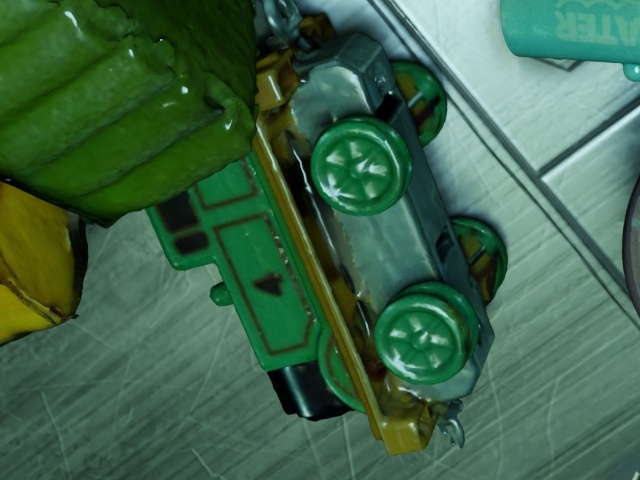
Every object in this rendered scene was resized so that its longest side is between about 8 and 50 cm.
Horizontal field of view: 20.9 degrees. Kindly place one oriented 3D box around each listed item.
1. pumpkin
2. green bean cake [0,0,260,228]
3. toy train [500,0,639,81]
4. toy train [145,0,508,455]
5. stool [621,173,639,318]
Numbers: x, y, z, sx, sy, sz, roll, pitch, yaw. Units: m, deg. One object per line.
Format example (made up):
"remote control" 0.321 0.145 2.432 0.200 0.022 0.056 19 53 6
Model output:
"pumpkin" -0.338 -0.043 1.434 0.225 0.256 0.303 -17 85 17
"green bean cake" -0.210 -0.202 1.277 0.218 0.335 0.319 -29 138 23
"toy train" 0.243 -0.201 1.356 0.248 0.101 0.159 7 115 35
"toy train" 0.000 0.000 1.460 0.249 0.178 0.429 -15 108 22
"stool" 0.375 -0.021 1.402 0.272 0.178 0.272 2 111 5
